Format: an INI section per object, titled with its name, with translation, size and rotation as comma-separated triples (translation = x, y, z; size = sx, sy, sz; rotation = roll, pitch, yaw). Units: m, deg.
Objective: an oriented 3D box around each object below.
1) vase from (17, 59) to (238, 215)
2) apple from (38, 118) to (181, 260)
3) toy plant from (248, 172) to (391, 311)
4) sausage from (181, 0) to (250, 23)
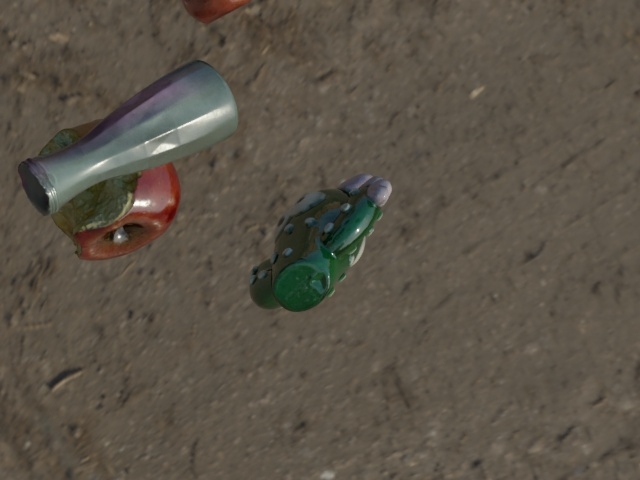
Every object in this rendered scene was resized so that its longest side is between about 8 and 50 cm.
[vase]
translation = -0.187, -0.095, 1.221
size = 0.214, 0.086, 0.086
rotation = -31, 85, -28
[apple]
translation = -0.251, -0.066, 1.505
size = 0.147, 0.156, 0.158
rotation = -7, 61, -40
[toy plant]
translation = -0.003, 0.002, 1.655
size = 0.112, 0.243, 0.232
rotation = 44, 88, -11
[sausage]
translation = -0.110, -0.262, 1.328
size = 0.059, 0.094, 0.054
rotation = -34, 102, -33
